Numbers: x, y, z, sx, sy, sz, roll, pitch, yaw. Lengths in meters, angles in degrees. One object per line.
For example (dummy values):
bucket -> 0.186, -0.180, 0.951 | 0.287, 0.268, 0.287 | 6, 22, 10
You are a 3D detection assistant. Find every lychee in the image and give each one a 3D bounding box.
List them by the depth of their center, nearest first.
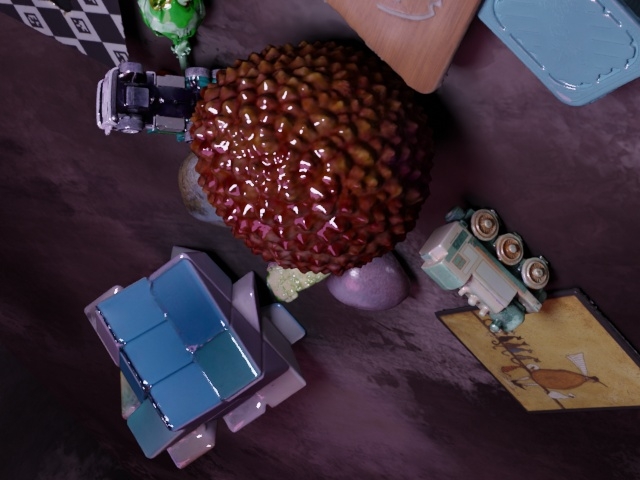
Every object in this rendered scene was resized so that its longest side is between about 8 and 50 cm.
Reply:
lychee -> -0.008, -0.107, 1.498 | 0.306, 0.306, 0.330 | 15, -176, 35

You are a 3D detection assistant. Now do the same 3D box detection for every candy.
candy -> -0.202, -0.279, 1.718 | 0.097, 0.097, 0.323 | 30, 160, 12

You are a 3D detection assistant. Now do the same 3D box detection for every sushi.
sushi -> -0.391, -0.403, 1.741 | 0.294, 0.059, 0.292 | 29, 151, 14

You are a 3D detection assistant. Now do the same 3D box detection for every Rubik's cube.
Rubik's cube -> -0.247, 0.196, 2.224 | 0.387, 0.358, 0.368 | 59, -167, 11

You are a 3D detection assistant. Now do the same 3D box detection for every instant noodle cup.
instant noodle cup -> 0.267, -0.237, 1.228 | 0.179, 0.070, 0.157 | 44, 151, -12

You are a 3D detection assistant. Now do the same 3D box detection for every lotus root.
lotus root -> -0.096, -0.090, 1.801 | 0.322, 0.140, 0.158 | -5, 132, 49

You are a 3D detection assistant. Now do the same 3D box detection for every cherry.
cherry -> 0.065, 0.059, 1.897 | 0.148, 0.115, 0.188 | 3, 169, -19

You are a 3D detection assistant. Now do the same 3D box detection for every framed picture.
framed picture -> 0.358, 0.180, 1.827 | 0.255, 0.014, 0.338 | 46, 151, -17

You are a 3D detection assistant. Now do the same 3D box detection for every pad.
pad -> 0.065, -0.326, 1.305 | 0.284, 0.018, 0.286 | 48, 155, 13

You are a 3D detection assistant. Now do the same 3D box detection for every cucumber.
cucumber -> 0.000, 0.000, 1.772 | 0.086, 0.193, 0.115 | 52, 150, -10

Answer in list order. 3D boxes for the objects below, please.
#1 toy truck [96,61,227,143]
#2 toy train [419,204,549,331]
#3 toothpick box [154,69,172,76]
toy truck -> -0.220, -0.192, 1.719 | 0.216, 0.110, 0.116 | 2, 174, -29
toy train -> 0.232, 0.043, 1.643 | 0.194, 0.125, 0.081 | 44, 155, -12
toothpick box -> -0.243, -0.227, 1.857 | 0.047, 0.047, 0.083 | 18, 146, 31
